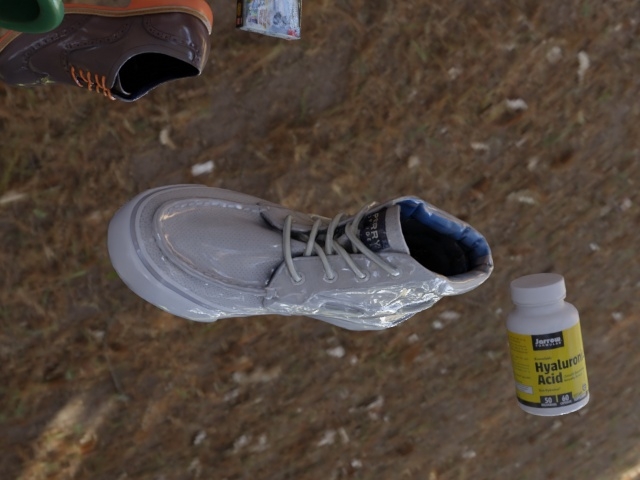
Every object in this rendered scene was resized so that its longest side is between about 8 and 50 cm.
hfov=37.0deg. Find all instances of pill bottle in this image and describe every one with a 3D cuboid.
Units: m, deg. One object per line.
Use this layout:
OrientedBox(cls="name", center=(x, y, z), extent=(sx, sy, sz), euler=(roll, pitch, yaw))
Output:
OrientedBox(cls="pill bottle", center=(0.200, 0.091, 0.851), extent=(0.065, 0.065, 0.116), euler=(-15, 102, -20))

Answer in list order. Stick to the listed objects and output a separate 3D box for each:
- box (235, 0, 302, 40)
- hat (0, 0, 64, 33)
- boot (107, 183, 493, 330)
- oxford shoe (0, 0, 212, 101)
OrientedBox(cls="box", center=(-0.068, -0.349, 1.300), extent=(0.093, 0.027, 0.137), euler=(4, 88, -39))
OrientedBox(cls="hat", center=(-0.266, -0.297, 0.817), extent=(0.172, 0.184, 0.208), euler=(25, 165, -15))
OrientedBox(cls="boot", center=(0.000, 0.000, 0.625), extent=(0.258, 0.095, 0.123), euler=(10, 154, -44))
OrientedBox(cls="oxford shoe", center=(-0.256, -0.208, 1.089), extent=(0.271, 0.098, 0.097), euler=(-10, 151, 14))
